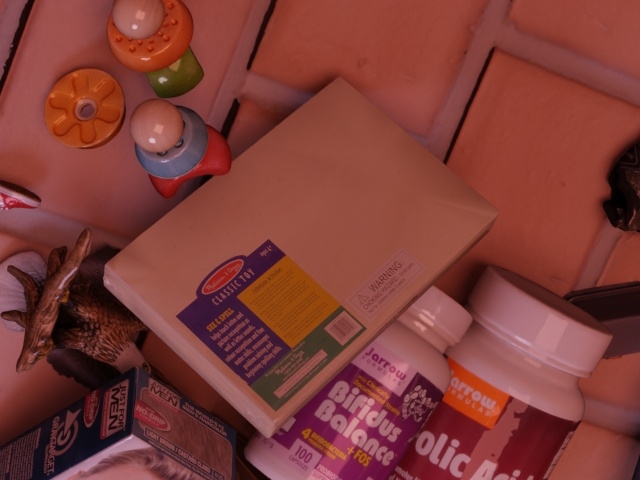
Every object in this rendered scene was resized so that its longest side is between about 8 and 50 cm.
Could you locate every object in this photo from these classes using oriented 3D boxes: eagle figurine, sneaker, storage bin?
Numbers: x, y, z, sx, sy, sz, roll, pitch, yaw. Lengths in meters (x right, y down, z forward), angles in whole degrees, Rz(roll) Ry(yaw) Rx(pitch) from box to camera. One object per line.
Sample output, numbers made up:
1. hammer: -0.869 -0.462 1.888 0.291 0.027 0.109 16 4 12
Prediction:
1. eagle figurine: -0.245 0.116 1.922 0.226 0.225 0.298 -24 156 33
2. sneaker: 0.465 -0.026 2.099 0.130 0.087 0.227 -38 109 0
3. storage bin: 0.406 0.122 2.123 0.135 0.091 0.098 -8 108 -12
4. sneaker: -0.403 -0.041 1.884 0.118 0.042 0.067 17 98 -11

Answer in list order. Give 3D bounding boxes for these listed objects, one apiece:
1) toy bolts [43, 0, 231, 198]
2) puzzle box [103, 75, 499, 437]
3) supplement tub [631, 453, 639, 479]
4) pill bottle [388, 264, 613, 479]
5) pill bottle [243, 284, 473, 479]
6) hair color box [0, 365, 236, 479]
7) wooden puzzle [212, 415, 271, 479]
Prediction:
1. toy bolts: -0.220 -0.161 1.783 0.218 0.158 0.228 -28 70 3
2. puzzle box: -0.019 0.008 1.831 0.272 0.052 0.409 42 62 14
3. supplement tub: 0.534 0.340 2.169 0.191 0.191 0.272 11 103 -18
4. pill bottle: 0.207 0.246 2.034 0.224 0.224 0.392 25 99 -20
5. pill bottle: 0.054 0.185 1.907 0.169 0.169 0.301 36 84 -21
6. hair color box: -0.286 0.300 1.887 0.347 0.105 0.174 -31 129 28
7. wooden puzzle: -0.049 0.337 1.986 0.221 0.238 0.044 42 91 -22
